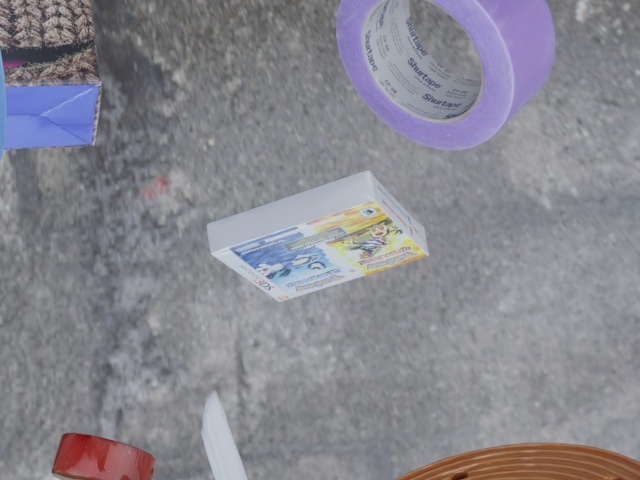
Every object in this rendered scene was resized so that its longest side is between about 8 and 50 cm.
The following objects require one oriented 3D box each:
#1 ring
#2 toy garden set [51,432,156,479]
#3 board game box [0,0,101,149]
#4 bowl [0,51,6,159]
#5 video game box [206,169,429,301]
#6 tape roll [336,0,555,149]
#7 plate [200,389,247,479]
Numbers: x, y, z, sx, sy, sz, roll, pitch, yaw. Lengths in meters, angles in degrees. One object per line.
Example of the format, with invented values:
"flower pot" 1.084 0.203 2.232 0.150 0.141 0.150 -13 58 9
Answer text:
"ring" 0.123 0.265 1.021 0.336 0.336 0.032 -21 113 0
"toy garden set" -0.059 0.182 0.409 0.049 0.204 0.244 10 161 11
"board game box" -0.400 -0.267 1.635 0.232 0.291 0.141 -4 152 -16
"bowl" -0.384 -0.205 1.073 0.077 0.391 0.391 -26 129 -31
"video game box" 0.000 0.000 1.562 0.205 0.048 0.187 -18 156 18
"tape roll" 0.113 -0.182 1.226 0.080 0.189 0.189 -42 134 -37
"plate" -0.118 0.379 1.955 0.045 0.278 0.277 -18 161 -7
